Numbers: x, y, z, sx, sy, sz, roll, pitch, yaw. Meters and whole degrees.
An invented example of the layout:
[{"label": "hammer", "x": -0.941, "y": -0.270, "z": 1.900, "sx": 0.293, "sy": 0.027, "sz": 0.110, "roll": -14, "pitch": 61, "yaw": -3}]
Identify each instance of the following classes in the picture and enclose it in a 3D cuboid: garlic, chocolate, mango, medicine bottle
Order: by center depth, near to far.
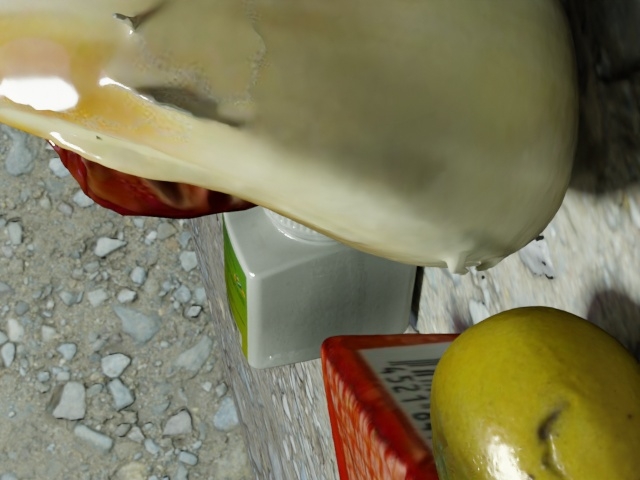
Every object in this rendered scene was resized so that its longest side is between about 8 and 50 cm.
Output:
[{"label": "garlic", "x": -0.011, "y": -0.117, "z": 0.598, "sx": 0.249, "sy": 0.313, "sz": 0.286, "roll": -49, "pitch": 43, "yaw": 50}, {"label": "mango", "x": 0.118, "y": 0.120, "z": 0.648, "sx": 0.137, "sy": 0.098, "sz": 0.195, "roll": 97, "pitch": 152, "yaw": -51}, {"label": "chocolate", "x": 0.088, "y": 0.194, "z": 0.864, "sx": 0.237, "sy": 0.108, "sz": 0.234, "roll": -132, "pitch": 31, "yaw": -66}, {"label": "medicine bottle", "x": 0.000, "y": 0.000, "z": 0.997, "sx": 0.188, "sy": 0.132, "sz": 0.088, "roll": 94, "pitch": 161, "yaw": -54}]

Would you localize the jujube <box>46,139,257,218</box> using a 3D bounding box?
[{"label": "jujube", "x": -0.077, "y": -0.203, "z": 0.784, "sx": 0.276, "sy": 0.276, "sz": 0.377, "roll": -119, "pitch": 16, "yaw": -54}]
